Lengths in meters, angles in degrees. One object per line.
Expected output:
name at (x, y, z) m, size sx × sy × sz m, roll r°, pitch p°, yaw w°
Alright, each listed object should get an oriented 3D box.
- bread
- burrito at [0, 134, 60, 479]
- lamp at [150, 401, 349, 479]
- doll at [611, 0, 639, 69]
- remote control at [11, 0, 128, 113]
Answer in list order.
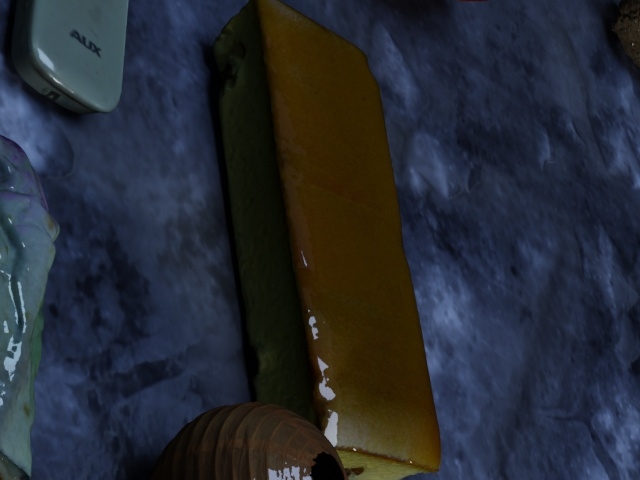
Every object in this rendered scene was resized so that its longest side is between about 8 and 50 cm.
bread at (0.000, 0.000, 1.465) m, size 0.138 × 0.077 × 0.361 m, roll 18°, pitch 56°, yaw -47°
burrito at (-0.211, 0.035, 1.150) m, size 0.144 × 0.089 × 0.229 m, roll 35°, pitch 46°, yaw -41°
lamp at (-0.043, 0.171, 1.251) m, size 0.136 × 0.136 × 0.136 m, roll 32°, pitch 46°, yaw -39°
doll at (0.373, -0.229, 2.094) m, size 0.221 × 0.105 × 0.115 m, roll 48°, pitch 0°, yaw -23°
remote control at (-0.173, -0.223, 1.407) m, size 0.090 × 0.038 × 0.309 m, roll 34°, pitch 44°, yaw -38°
